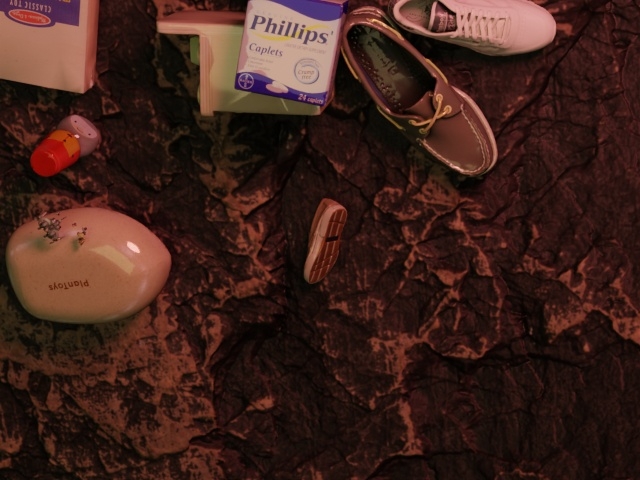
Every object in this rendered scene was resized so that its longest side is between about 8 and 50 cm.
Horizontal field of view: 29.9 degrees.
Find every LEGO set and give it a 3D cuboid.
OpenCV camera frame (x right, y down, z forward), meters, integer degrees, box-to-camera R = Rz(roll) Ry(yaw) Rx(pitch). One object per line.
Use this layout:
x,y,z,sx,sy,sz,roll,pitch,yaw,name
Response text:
-0.382,-0.016,1.743,0.083,0.023,0.054,4,115,12,LEGO set

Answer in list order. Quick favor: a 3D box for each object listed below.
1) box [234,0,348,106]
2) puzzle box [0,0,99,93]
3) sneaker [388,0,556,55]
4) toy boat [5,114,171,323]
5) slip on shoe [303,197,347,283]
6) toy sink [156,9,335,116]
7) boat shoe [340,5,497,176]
-0.038,-0.257,1.572,0.126,0.072,0.137,12,108,5,box
-0.524,-0.384,1.770,0.409,0.052,0.272,12,115,6,puzzle box
0.210,-0.301,1.667,0.235,0.095,0.090,9,106,5,sneaker
-0.359,-0.026,1.831,0.268,0.148,0.318,-2,114,15,toy boat
0.000,0.000,1.821,0.041,0.051,0.135,39,125,39,slip on shoe
-0.103,-0.250,1.703,0.234,0.153,0.131,4,107,7,toy sink
0.135,-0.202,1.709,0.109,0.091,0.305,-40,96,18,boat shoe
